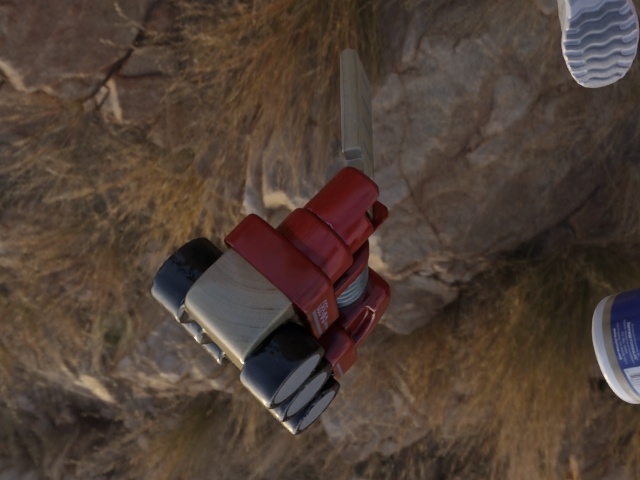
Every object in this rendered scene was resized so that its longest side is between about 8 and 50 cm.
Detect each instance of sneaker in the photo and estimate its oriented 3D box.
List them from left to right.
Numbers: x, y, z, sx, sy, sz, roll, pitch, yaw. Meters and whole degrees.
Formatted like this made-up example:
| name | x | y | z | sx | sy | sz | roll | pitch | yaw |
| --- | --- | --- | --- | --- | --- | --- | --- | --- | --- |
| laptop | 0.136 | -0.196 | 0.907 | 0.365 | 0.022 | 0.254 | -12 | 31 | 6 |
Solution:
| name | x | y | z | sx | sy | sz | roll | pitch | yaw |
| --- | --- | --- | --- | --- | --- | --- | --- | --- | --- |
| sneaker | 0.388 | -0.355 | 1.166 | 0.105 | 0.115 | 0.281 | -8 | 123 | 19 |

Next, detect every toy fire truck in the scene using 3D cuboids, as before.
| name | x | y | z | sx | sy | sz | roll | pitch | yaw |
| --- | --- | --- | --- | --- | --- | --- | --- | --- | --- |
| toy fire truck | 0.000 | 0.000 | 0.644 | 0.158 | 0.246 | 0.217 | 41 | 168 | 18 |

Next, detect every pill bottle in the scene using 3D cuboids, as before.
| name | x | y | z | sx | sy | sz | roll | pitch | yaw |
| --- | --- | --- | --- | --- | --- | --- | --- | --- | --- |
| pill bottle | 0.311 | 0.070 | 0.640 | 0.169 | 0.094 | 0.094 | -22 | 128 | 42 |
